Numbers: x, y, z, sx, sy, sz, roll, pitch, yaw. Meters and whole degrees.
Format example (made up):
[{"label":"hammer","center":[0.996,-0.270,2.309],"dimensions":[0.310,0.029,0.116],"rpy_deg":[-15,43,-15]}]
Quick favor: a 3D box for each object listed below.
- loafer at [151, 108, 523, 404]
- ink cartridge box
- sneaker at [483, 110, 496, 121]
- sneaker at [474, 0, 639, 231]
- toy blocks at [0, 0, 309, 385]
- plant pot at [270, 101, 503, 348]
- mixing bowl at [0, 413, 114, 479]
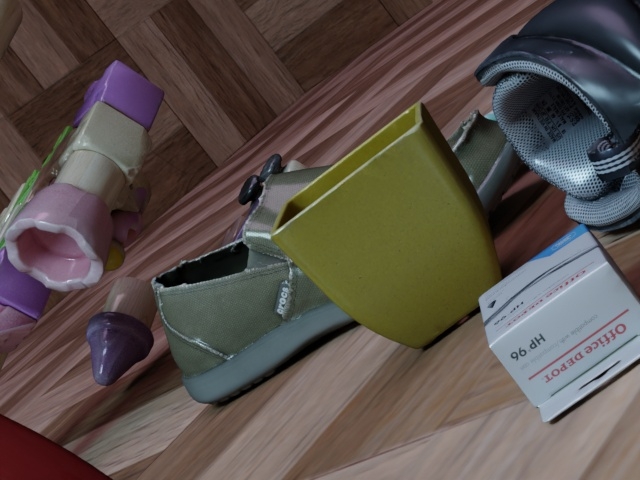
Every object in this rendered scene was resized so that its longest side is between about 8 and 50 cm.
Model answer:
[{"label":"loafer","center":[0.000,0.000,0.822],"dimensions":[0.251,0.087,0.094],"rpy_deg":[-35,8,24]},{"label":"ink cartridge box","center":[0.082,0.026,0.504],"dimensions":[0.048,0.028,0.083],"rpy_deg":[-37,8,9]},{"label":"sneaker","center":[0.108,-0.060,0.873],"dimensions":[0.098,0.038,0.069],"rpy_deg":[-25,-4,0]},{"label":"sneaker","center":[0.138,-0.092,0.636],"dimensions":[0.153,0.101,0.268],"rpy_deg":[-35,13,8]},{"label":"toy blocks","center":[-0.200,0.045,1.036],"dimensions":[0.288,0.309,0.260],"rpy_deg":[-42,23,45]},{"label":"plant pot","center":[0.037,-0.001,0.669],"dimensions":[0.081,0.083,0.081],"rpy_deg":[-37,8,10]},{"label":"mixing bowl","center":[-0.138,0.104,0.423],"dimensions":[0.181,0.098,0.181],"rpy_deg":[-38,7,5]}]
